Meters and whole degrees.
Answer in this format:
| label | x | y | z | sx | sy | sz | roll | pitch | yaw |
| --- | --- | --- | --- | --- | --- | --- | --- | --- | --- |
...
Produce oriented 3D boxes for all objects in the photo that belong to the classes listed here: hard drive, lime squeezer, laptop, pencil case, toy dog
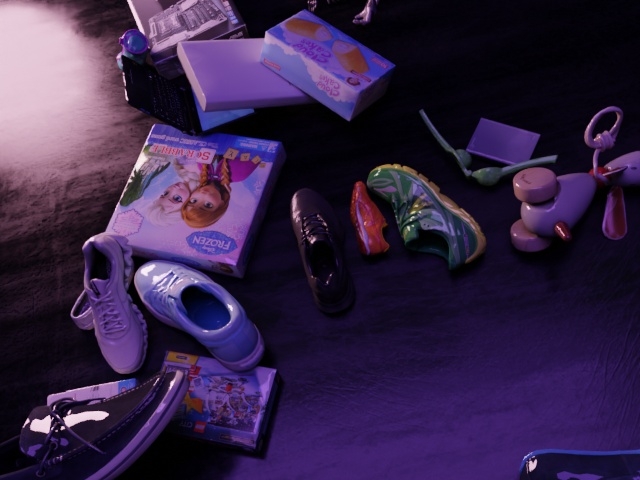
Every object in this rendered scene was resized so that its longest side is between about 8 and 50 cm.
| label | x | y | z | sx | sy | sz | roll | pitch | yaw |
| --- | --- | --- | --- | --- | --- | --- | --- | --- | --- |
| hard drive | -0.149 | -0.383 | 1.916 | 0.308 | 0.040 | 0.203 | -10 | 55 | -26 |
| lime squeezer | 0.328 | -0.180 | 1.767 | 0.310 | 0.059 | 0.109 | 23 | 102 | 20 |
| laptop | -0.301 | -0.356 | 1.912 | 0.136 | 0.264 | 0.234 | -50 | 34 | 21 |
| hard drive | 0.392 | -0.205 | 1.807 | 0.135 | 0.022 | 0.094 | 20 | 67 | 20 |
| pencil case | -0.455 | -0.453 | 2.029 | 0.070 | 0.152 | 0.064 | 6 | 79 | -17 |
| toy dog | 0.524 | -0.081 | 1.626 | 0.334 | 0.220 | 0.161 | -37 | 39 | 0 |

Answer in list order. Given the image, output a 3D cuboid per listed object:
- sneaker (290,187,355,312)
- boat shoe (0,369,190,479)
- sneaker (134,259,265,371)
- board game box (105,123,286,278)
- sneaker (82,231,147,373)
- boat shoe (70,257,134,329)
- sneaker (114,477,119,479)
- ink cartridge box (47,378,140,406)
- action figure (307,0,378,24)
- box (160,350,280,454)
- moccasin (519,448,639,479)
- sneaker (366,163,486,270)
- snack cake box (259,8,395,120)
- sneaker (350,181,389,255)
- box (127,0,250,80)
| label | x | y | z | sx | sy | sz | roll | pitch | yaw |
| --- | --- | --- | --- | --- | --- | --- | --- | --- | --- |
| sneaker | 0.000 | 0.000 | 1.707 | 0.109 | 0.130 | 0.286 | -21 | 59 | 1 |
| boat shoe | -0.454 | 0.363 | 1.499 | 0.500 | 0.156 | 0.187 | -32 | 14 | 12 |
| sneaker | -0.254 | 0.109 | 1.663 | 0.366 | 0.150 | 0.135 | 28 | 63 | 34 |
| board game box | -0.272 | -0.095 | 1.844 | 0.319 | 0.066 | 0.318 | 9 | 63 | 16 |
| sneaker | -0.422 | 0.127 | 1.682 | 0.110 | 0.118 | 0.292 | -13 | 88 | 2 |
| boat shoe | -0.463 | 0.100 | 1.775 | 0.066 | 0.063 | 0.184 | 29 | 71 | 23 |
| sneaker | -0.342 | 0.492 | 1.503 | 0.228 | 0.130 | 0.087 | 28 | 72 | 21 |
| ink cartridge box | -0.436 | 0.342 | 1.640 | 0.180 | 0.060 | 0.104 | -11 | 61 | 4 |
| action figure | 0.070 | -0.610 | 2.027 | 0.276 | 0.140 | 0.164 | -15 | 44 | -30 |
| box | -0.209 | 0.311 | 1.624 | 0.233 | 0.044 | 0.159 | 8 | 63 | 15 |
| moccasin | 0.507 | 0.423 | 1.390 | 0.342 | 0.137 | 0.116 | -7 | 46 | 21 |
| sneaker | 0.198 | -0.051 | 1.709 | 0.123 | 0.109 | 0.295 | -42 | 63 | -17 |
| snack cake box | 0.014 | -0.398 | 1.894 | 0.264 | 0.089 | 0.152 | 35 | 48 | 15 |
| sneaker | 0.102 | -0.045 | 1.761 | 0.067 | 0.064 | 0.175 | -4 | 64 | -15 |
| box | -0.340 | -0.569 | 2.110 | 0.243 | 0.076 | 0.307 | -24 | 60 | -2 |
